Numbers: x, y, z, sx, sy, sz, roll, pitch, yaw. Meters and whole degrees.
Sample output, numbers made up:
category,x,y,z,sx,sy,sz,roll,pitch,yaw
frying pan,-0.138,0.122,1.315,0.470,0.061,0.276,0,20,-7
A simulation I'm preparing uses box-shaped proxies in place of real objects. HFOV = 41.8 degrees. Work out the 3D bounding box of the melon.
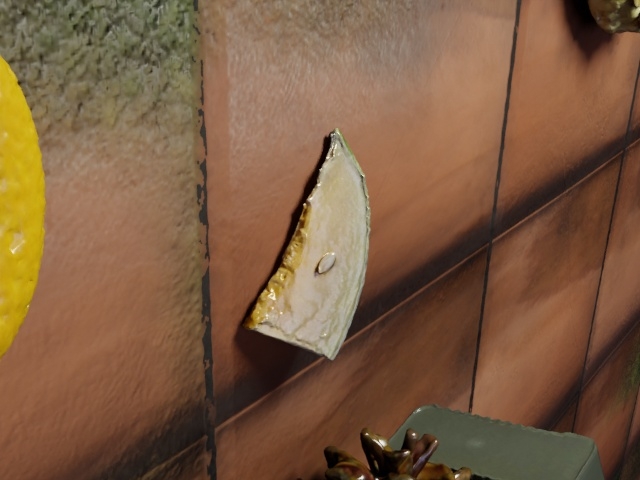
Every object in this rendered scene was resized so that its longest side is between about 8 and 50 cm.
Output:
category,x,y,z,sx,sy,sz,roll,pitch,yaw
melon,0.004,0.005,0.707,0.098,0.054,0.182,32,78,-41

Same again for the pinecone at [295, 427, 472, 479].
category,x,y,z,sx,sy,sz,roll,pitch,yaw
pinecone,0.044,0.319,0.753,0.244,0.244,0.309,59,46,-50

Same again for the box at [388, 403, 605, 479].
category,x,y,z,sx,sy,sz,roll,pitch,yaw
box,0.193,0.295,0.940,0.138,0.274,0.178,-37,120,-43

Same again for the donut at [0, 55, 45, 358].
category,x,y,z,sx,sy,sz,roll,pitch,yaw
donut,-0.191,-0.040,0.347,0.152,0.101,0.259,-52,139,-37

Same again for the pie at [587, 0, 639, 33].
category,x,y,z,sx,sy,sz,roll,pitch,yaw
pie,0.405,-0.424,1.042,0.339,0.083,0.339,-26,124,-48
